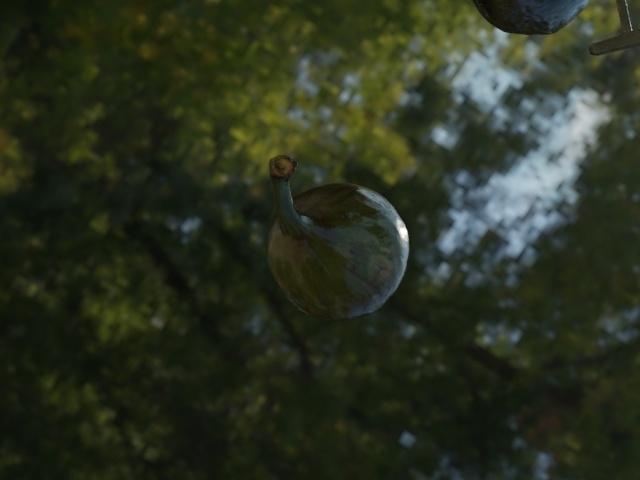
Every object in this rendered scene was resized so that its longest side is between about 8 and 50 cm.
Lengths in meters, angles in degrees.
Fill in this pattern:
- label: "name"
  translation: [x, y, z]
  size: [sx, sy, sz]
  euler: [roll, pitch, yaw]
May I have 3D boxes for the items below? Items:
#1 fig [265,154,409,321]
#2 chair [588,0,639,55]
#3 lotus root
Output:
- label: "fig"
  translation: [0.000, 0.000, 1.928]
  size: [0.151, 0.151, 0.259]
  euler: [-58, 159, -1]
- label: "chair"
  translation: [0.497, -0.352, 2.596]
  size: [0.270, 0.147, 0.136]
  euler: [-11, -178, 12]
- label: "lotus root"
  translation: [0.168, -0.260, 1.591]
  size: [0.123, 0.241, 0.124]
  euler: [-17, -117, 13]
